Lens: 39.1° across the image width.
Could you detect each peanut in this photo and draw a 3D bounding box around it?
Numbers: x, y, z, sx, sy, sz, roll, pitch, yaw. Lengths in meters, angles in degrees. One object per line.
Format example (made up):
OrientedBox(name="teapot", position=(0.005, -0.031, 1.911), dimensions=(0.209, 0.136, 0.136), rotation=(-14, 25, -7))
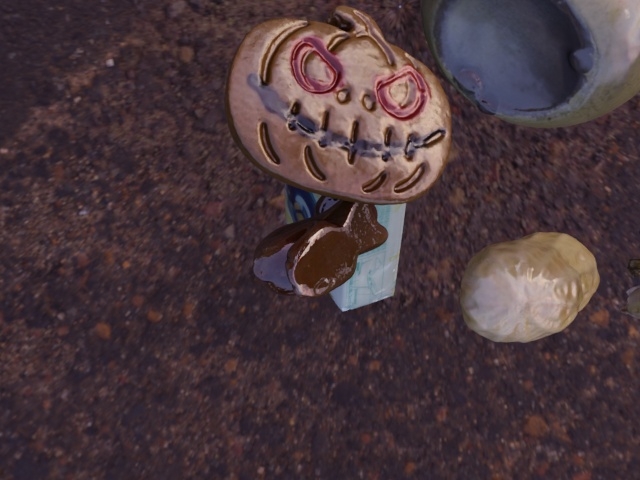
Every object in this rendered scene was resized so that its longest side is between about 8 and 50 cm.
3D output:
OrientedBox(name="peanut", position=(0.309, 0.064, 1.297), dimensions=(0.152, 0.313, 0.152), rotation=(4, 97, 33))

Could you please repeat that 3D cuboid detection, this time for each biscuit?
OrientedBox(name="biscuit", position=(0.037, -0.217, 1.393), dimensions=(0.367, 0.063, 0.314), rotation=(13, 76, -16))

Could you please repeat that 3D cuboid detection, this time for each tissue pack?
OrientedBox(name="tissue pack", position=(0.044, -0.085, 1.821), dimensions=(0.162, 0.287, 0.388), rotation=(-21, 143, -18))

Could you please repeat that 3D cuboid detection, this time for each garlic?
OrientedBox(name="garlic", position=(0.636, 0.112, 1.643), dimensions=(0.101, 0.195, 0.087), rotation=(-7, 93, -15))

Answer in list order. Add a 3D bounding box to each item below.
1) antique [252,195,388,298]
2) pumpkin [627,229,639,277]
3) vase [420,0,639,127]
OrientedBox(name="antique", position=(0.000, 0.000, 1.468), dimensions=(0.143, 0.257, 0.121), rotation=(4, 128, 49))
OrientedBox(name="pumpkin", position=(0.714, 0.099, 1.800), dimensions=(0.248, 0.131, 0.126), rotation=(37, 96, 26))
OrientedBox(name="vase", position=(0.282, -0.260, 0.860), dimensions=(0.329, 0.302, 0.241), rotation=(11, 137, 35))
